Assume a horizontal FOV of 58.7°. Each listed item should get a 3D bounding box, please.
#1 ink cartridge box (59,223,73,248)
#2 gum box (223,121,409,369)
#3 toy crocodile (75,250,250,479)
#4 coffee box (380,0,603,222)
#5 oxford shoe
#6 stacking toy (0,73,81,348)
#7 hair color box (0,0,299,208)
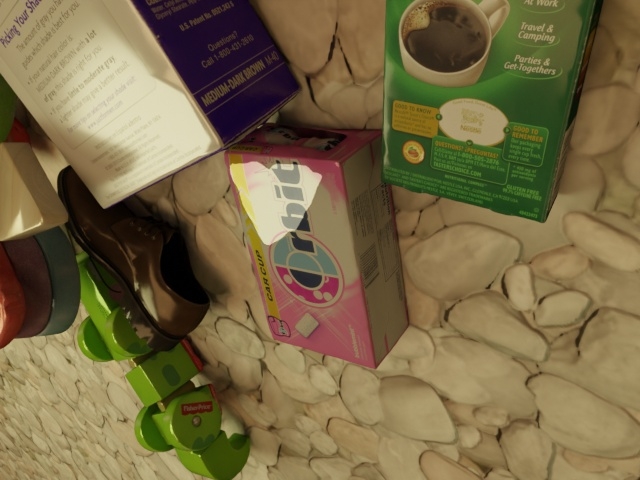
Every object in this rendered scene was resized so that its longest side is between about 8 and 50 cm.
[{"bbox_3d":[-0.400,0.007,0.777,0.198,0.067,0.115,20,130,30],"label":"ink cartridge box"},{"bbox_3d":[0.000,0.000,0.452,0.107,0.062,0.189,9,124,34],"label":"gum box"},{"bbox_3d":[-0.200,0.156,0.706,0.115,0.105,0.341,-26,96,46],"label":"toy crocodile"},{"bbox_3d":[0.092,-0.108,0.319,0.113,0.040,0.184,18,129,29],"label":"coffee box"},{"bbox_3d":[-0.193,-0.001,0.612,0.096,0.083,0.227,-39,87,21],"label":"oxford shoe"},{"bbox_3d":[-0.306,-0.062,0.581,0.279,0.130,0.309,-37,75,36],"label":"stacking toy"},{"bbox_3d":[-0.185,-0.205,0.410,0.185,0.110,0.339,-14,116,44],"label":"hair color box"}]
